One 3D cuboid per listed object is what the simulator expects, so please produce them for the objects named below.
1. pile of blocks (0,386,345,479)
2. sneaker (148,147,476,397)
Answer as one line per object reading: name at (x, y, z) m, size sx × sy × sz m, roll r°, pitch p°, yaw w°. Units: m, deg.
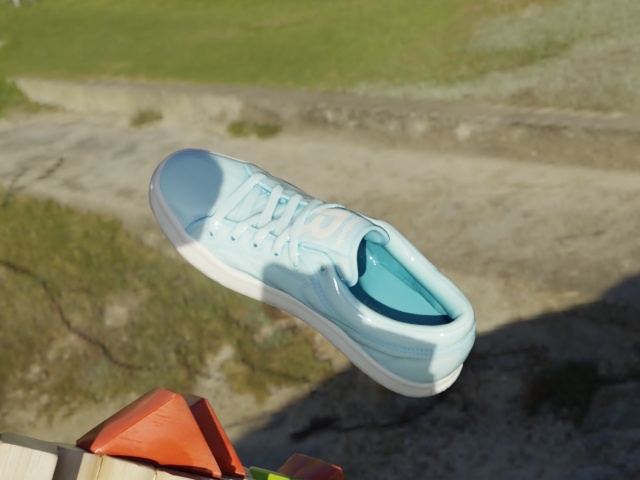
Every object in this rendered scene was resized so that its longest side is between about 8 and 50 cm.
pile of blocks at (-0.034, 0.127, 0.541) m, size 0.149 × 0.112 × 0.362 m, roll 12°, pitch -6°, yaw 25°
sneaker at (0.000, 0.000, 1.250) m, size 0.366 × 0.150 × 0.135 m, roll 31°, pitch 57°, yaw 5°
